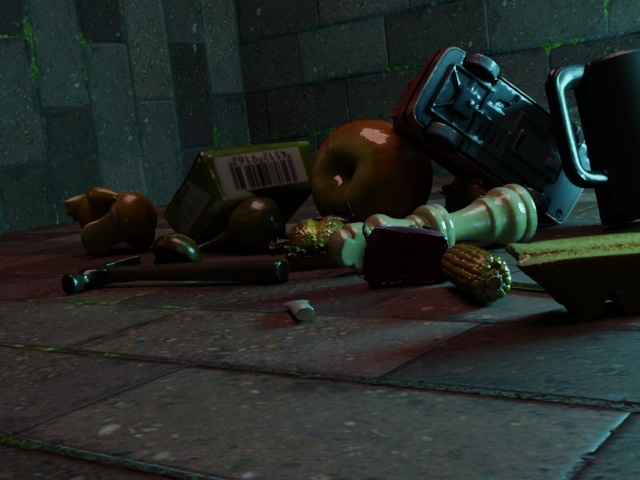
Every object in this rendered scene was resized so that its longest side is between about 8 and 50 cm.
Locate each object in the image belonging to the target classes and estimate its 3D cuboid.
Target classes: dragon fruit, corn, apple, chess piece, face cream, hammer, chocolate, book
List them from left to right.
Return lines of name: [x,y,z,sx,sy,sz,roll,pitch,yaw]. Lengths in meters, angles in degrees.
hammer: [-0.257,0.062,1.584,0.439,0.044,0.168,-2,10,28]
chocolate: [-0.188,-0.104,2.093,0.300,0.137,0.289,-10,-22,-33]
face cream: [-0.028,0.094,1.198,0.038,0.020,0.115,-8,4,-8]
apple: [0.120,-0.140,1.991,0.286,0.286,0.233,-1,-5,38]
dragon fruit: [0.136,0.018,1.364,0.147,0.102,0.096,4,15,7]
chess piece: [0.196,-0.018,1.560,0.397,0.117,0.117,-11,8,-23]
corn: [0.213,0.042,1.210,0.068,0.068,0.207,-7,8,-4]
dragon fruit: [0.321,-0.056,1.785,0.175,0.142,0.138,23,-37,0]
book: [0.340,0.054,1.221,0.127,0.014,0.181,-12,9,-34]

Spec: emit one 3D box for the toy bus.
toy bus: [0.359,-0.217,1.844,0.427,0.203,0.233,33,-9,-17]

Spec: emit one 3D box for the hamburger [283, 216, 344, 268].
hamburger: [0.000,0.000,1.658,0.137,0.087,0.166,-5,7,7]

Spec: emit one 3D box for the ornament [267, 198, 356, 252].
ornament: [-0.018,-0.020,1.867,0.203,0.088,0.081,-14,28,8]

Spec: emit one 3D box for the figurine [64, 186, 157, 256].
figurine: [-0.532,-0.056,2.228,0.215,0.215,0.228,-9,21,-22]

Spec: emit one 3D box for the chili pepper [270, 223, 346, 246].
chili pepper: [0.032,-0.004,1.790,0.272,0.063,0.071,-3,32,-1]

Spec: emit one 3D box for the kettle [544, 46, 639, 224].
kettle: [0.580,-0.194,1.683,0.262,0.308,0.203,-13,-8,6]

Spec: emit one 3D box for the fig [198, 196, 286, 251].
fig: [-0.191,-0.009,1.929,0.236,0.124,0.124,-26,8,-1]

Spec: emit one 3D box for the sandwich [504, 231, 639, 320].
sandwich: [0.340,0.044,1.029,0.244,0.088,0.090,-4,15,-8]

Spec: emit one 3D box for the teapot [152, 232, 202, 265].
teapot: [-0.293,0.036,1.729,0.098,0.078,0.129,35,-25,-26]
